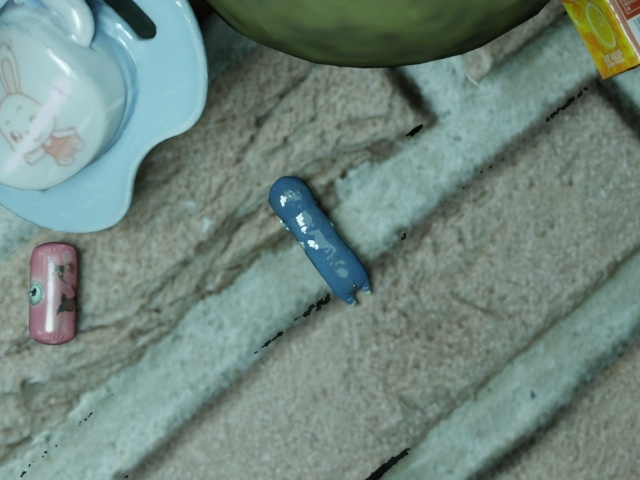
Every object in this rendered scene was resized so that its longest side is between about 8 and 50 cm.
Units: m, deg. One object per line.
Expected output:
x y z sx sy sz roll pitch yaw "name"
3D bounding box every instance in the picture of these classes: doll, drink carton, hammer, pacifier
0.000 0.000 1.642 0.037 0.027 0.125 -36 97 -11 "doll"
0.231 -0.255 1.671 0.071 0.096 0.223 -30 93 -12 "drink carton"
-0.216 0.043 1.586 0.043 0.043 0.083 2 87 -12 "hammer"
-0.187 -0.149 1.542 0.238 0.287 0.226 42 37 6 "pacifier"

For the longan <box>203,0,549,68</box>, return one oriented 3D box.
0.035 -0.318 1.466 0.391 0.391 0.391 1 86 -12 "longan"
